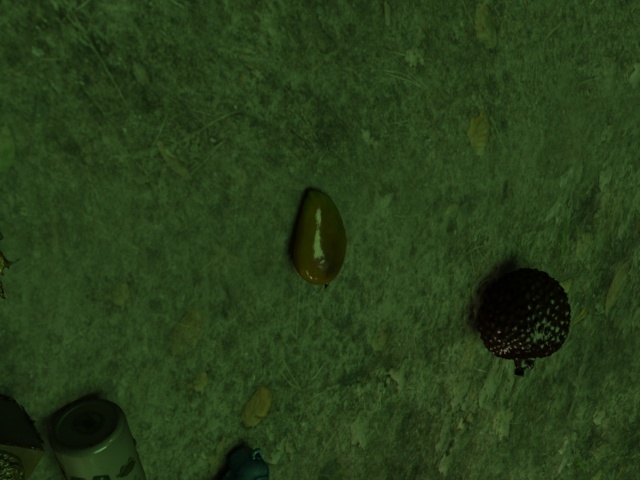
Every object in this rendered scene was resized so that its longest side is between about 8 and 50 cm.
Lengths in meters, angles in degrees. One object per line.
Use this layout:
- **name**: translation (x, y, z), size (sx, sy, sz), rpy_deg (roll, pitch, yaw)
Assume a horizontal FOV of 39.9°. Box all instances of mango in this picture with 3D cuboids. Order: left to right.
- **mango**: translation (0.000, 0.000, 1.514), size (0.101, 0.066, 0.187), rpy_deg (-17, 117, -34)

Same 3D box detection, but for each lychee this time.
- **lychee**: translation (0.442, 0.176, 1.916), size (0.200, 0.200, 0.238), rpy_deg (0, 94, -41)

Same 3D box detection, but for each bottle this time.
- **bottle**: translation (-0.342, 0.377, 1.405), size (0.120, 0.120, 0.253), rpy_deg (-27, 131, -27)

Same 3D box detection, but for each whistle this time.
- **whistle**: translation (-0.164, 0.502, 1.670), size (0.180, 0.093, 0.269), rpy_deg (7, 116, -43)

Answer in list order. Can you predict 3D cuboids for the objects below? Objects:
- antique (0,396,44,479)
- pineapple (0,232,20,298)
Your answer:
- **antique**: translation (-0.485, 0.301, 1.211), size (0.147, 0.148, 0.151), rpy_deg (25, 100, -45)
- **pineapple**: translation (-0.463, 0.042, 1.137), size (0.116, 0.069, 0.137), rpy_deg (23, 90, -41)
